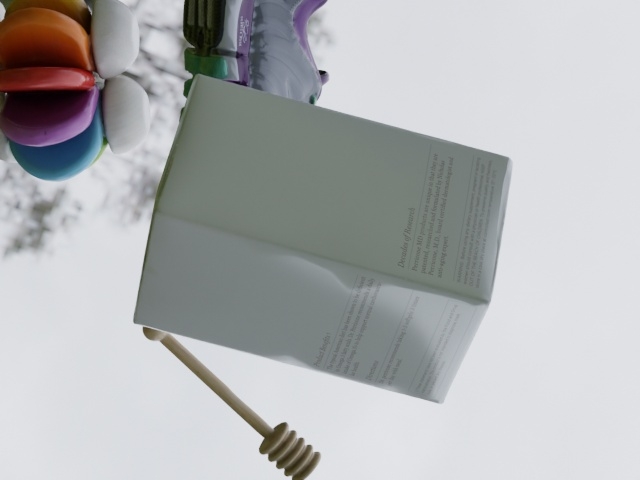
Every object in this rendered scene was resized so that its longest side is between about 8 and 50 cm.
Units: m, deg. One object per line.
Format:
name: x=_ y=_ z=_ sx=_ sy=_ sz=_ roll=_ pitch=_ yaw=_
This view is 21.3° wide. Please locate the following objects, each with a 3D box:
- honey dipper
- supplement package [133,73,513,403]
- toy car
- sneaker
honey dipper: x=-0.067 y=0.112 z=1.215 sx=0.030 sy=0.161 sz=0.030 roll=-46 pitch=-170 yaw=10
supplement package: x=0.000 y=0.000 z=0.922 sx=0.105 sy=0.179 sz=0.105 roll=109 pitch=-4 yaw=-52
toy car: x=-0.243 y=-0.134 z=1.536 sx=0.136 sy=0.159 sz=0.182 roll=-85 pitch=171 yaw=-63
sneaker: x=-0.038 y=-0.070 z=1.082 sx=0.083 sy=0.098 sz=0.223 roll=29 pitch=-65 yaw=59
